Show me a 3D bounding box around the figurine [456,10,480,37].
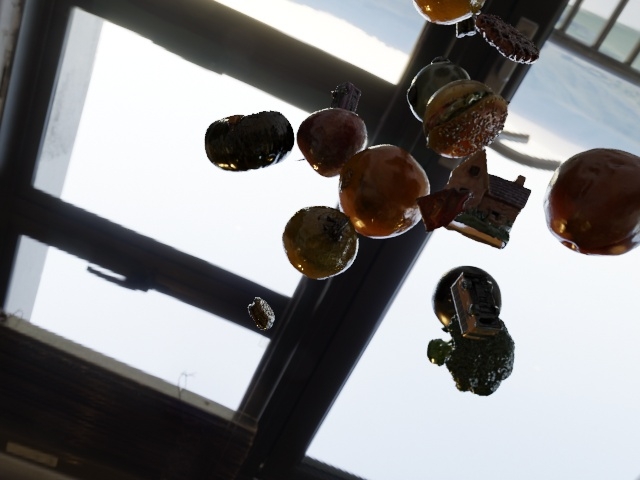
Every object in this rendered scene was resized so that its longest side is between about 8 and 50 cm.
[{"bbox_3d":[0.457,-0.745,1.796,0.114,0.195,0.108,-8,180,23],"label":"figurine"}]

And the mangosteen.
[{"bbox_3d":[0.605,0.253,2.372,0.297,0.297,0.313,33,168,14],"label":"mangosteen"}]

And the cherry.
[{"bbox_3d":[0.028,-0.342,2.012,0.236,0.286,0.212,57,-161,-25],"label":"cherry"}]

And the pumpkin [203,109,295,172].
[{"bbox_3d":[-0.246,-0.342,1.956,0.321,0.192,0.320,-9,-165,2],"label":"pumpkin"}]

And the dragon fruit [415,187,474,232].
[{"bbox_3d":[0.282,-0.066,1.265,0.097,0.131,0.063,31,-131,-55],"label":"dragon fruit"}]

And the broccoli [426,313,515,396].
[{"bbox_3d":[0.466,0.356,1.800,0.297,0.297,0.298,-12,174,41],"label":"broccoli"}]

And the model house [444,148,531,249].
[{"bbox_3d":[0.471,-0.127,1.646,0.237,0.237,0.202,24,176,19],"label":"model house"}]

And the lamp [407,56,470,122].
[{"bbox_3d":[0.380,-0.418,1.709,0.244,0.198,0.197,44,-161,-18],"label":"lamp"}]

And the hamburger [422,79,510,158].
[{"bbox_3d":[0.373,-0.311,1.483,0.237,0.237,0.147,15,-136,-25],"label":"hamburger"}]

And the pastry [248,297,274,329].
[{"bbox_3d":[-0.196,0.243,1.877,0.109,0.057,0.097,55,-172,1],"label":"pastry"}]

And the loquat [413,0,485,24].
[{"bbox_3d":[0.353,-0.693,1.541,0.208,0.208,0.208,22,-156,-10],"label":"loquat"}]

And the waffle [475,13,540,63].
[{"bbox_3d":[0.550,-0.594,1.678,0.221,0.055,0.234,42,-145,8],"label":"waffle"}]

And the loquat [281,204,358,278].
[{"bbox_3d":[0.000,0.000,1.671,0.244,0.243,0.244,22,-156,-10],"label":"loquat"}]

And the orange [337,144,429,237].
[{"bbox_3d":[0.203,-0.157,1.859,0.312,0.312,0.312,22,-156,-10],"label":"orange"}]

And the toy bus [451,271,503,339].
[{"bbox_3d":[0.439,0.191,1.615,0.091,0.103,0.182,9,-130,-17],"label":"toy bus"}]

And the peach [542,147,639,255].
[{"bbox_3d":[0.839,-0.100,1.706,0.343,0.301,0.343,30,171,6],"label":"peach"}]

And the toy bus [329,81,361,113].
[{"bbox_3d":[0.089,-0.515,2.203,0.098,0.178,0.087,25,166,-30],"label":"toy bus"}]
